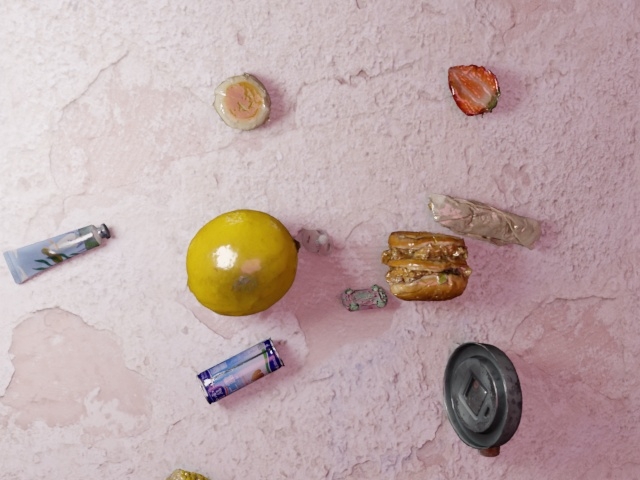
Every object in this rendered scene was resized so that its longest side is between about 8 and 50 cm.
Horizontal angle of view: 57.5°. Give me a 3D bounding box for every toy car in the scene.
[{"bbox_3d":[0.130,0.178,1.740,0.142,0.069,0.055,-6,136,-13],"label":"toy car"}]

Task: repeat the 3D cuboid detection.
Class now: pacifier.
[{"bbox_3d":[0.000,0.000,1.682,0.099,0.078,0.081,21,69,-14],"label":"pacifier"}]

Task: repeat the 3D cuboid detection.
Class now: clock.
[{"bbox_3d":[0.473,0.454,1.725,0.061,0.312,0.312,4,95,-22],"label":"clock"}]

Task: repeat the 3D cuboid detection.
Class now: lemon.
[{"bbox_3d":[-0.205,0.059,1.536,0.297,0.297,0.297,-1,96,-13],"label":"lemon"}]

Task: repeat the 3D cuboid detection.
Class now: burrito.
[{"bbox_3d":[0.503,-0.054,1.794,0.392,0.076,0.117,14,93,-15],"label":"burrito"}]

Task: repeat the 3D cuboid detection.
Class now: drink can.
[{"bbox_3d":[-0.226,0.369,1.656,0.235,0.097,0.097,-26,101,-11],"label":"drink can"}]

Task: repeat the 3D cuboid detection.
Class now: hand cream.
[{"bbox_3d":[-0.689,0.025,1.534,0.271,0.058,0.091,-21,97,-5],"label":"hand cream"}]

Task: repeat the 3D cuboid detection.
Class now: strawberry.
[{"bbox_3d":[0.446,-0.447,1.740,0.187,0.082,0.146,37,81,-8],"label":"strawberry"}]

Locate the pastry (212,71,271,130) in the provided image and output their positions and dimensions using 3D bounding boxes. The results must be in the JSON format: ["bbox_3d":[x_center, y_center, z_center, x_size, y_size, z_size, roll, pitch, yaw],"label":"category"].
[{"bbox_3d":[-0.211,-0.375,1.587,0.166,0.088,0.165,-2,98,-16],"label":"pastry"}]

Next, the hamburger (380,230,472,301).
[{"bbox_3d":[0.319,0.073,1.694,0.260,0.245,0.211,6,85,-52],"label":"hamburger"}]

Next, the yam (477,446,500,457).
[{"bbox_3d":[0.543,0.616,1.876,0.079,0.079,0.141,-3,97,-13],"label":"yam"}]

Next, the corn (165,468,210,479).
[{"bbox_3d":[-0.295,0.779,1.666,0.130,0.130,0.347,-46,101,-5],"label":"corn"}]
